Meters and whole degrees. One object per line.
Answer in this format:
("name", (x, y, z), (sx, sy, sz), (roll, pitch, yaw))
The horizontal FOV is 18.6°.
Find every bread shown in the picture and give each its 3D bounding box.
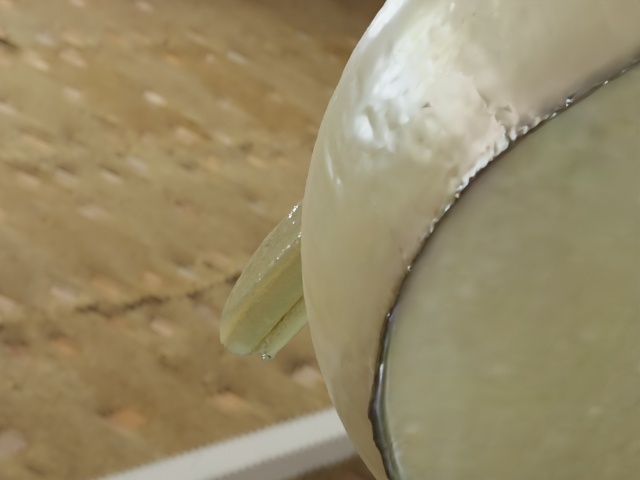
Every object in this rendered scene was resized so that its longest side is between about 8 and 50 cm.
("bread", (0.000, 0.000, 1.503), (0.060, 0.178, 0.139), (36, -143, -8))

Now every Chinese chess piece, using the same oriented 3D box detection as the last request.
("Chinese chess piece", (0.161, 0.003, 0.754), (0.338, 0.338, 0.140), (20, -149, -22))
